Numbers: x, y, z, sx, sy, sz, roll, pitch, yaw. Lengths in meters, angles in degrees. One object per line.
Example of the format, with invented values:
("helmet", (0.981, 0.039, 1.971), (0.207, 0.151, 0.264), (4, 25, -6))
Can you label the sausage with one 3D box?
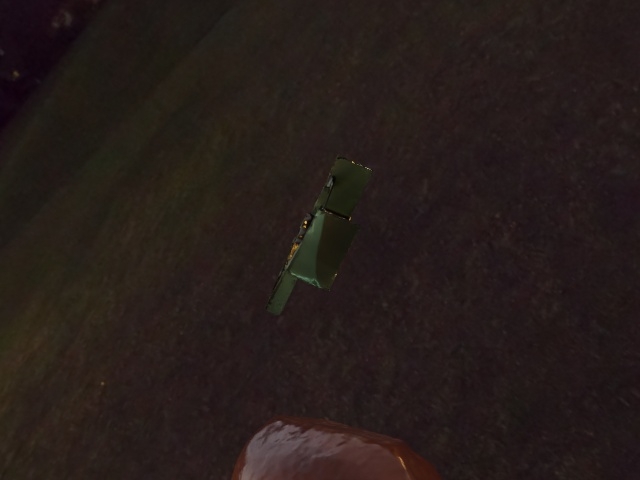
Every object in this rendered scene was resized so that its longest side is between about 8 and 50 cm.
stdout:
("sausage", (0.011, 0.221, 0.489), (0.254, 0.148, 0.148), (-13, 48, 50))

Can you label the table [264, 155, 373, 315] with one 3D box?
("table", (0.000, 0.000, 0.764), (0.146, 0.062, 0.175), (-71, 6, -55))
